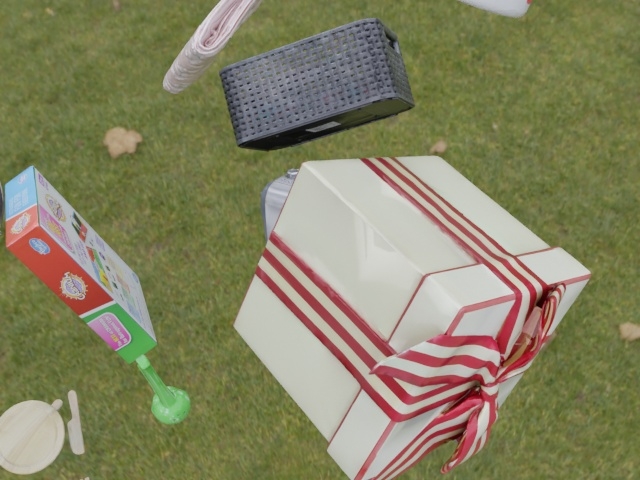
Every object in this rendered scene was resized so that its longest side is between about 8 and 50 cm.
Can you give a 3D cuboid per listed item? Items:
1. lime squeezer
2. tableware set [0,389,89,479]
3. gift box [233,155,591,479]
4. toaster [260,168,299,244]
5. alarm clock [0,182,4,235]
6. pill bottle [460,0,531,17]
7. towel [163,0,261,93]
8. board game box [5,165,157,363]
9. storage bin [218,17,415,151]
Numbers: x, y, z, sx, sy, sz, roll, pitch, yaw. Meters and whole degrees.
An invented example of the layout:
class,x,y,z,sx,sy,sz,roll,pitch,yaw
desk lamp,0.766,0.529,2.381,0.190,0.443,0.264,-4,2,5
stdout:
class,x,y,z,sx,sy,sz,roll,pitch,yaw
lime squeezer,-0.249,0.233,1.201,0.110,0.310,0.059,40,75,-3
tableware set,-0.337,0.289,0.939,0.128,0.039,0.194,-14,69,-6
gift box,0.078,0.085,0.791,0.276,0.255,0.258,-14,47,-41
toaster,0.000,0.000,1.249,0.146,0.227,0.129,11,27,33
alarm clock,-0.491,-0.042,1.036,0.192,0.064,0.129,-13,83,36
pill bottle,0.136,-0.265,0.568,0.108,0.180,0.108,18,25,-9
towel,-0.138,-0.394,1.334,0.053,0.332,0.317,40,77,-13
board game box,-0.426,0.042,1.399,0.064,0.316,0.242,-35,34,0
storage bin,-0.002,-0.160,0.840,0.180,0.122,0.084,-15,89,18
